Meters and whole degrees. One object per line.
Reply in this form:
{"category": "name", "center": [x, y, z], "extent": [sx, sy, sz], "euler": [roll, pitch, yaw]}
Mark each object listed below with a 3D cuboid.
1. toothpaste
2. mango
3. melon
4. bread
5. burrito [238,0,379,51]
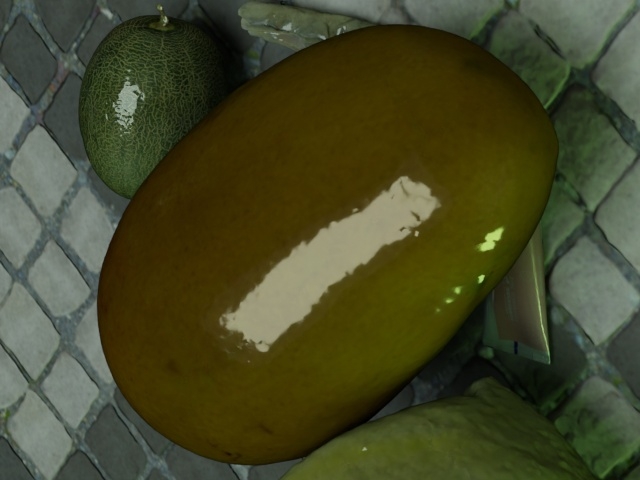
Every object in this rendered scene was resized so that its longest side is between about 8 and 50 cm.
{"category": "toothpaste", "center": [0.161, 0.008, 1.535], "extent": [0.067, 0.043, 0.195], "euler": [14, 118, 35]}
{"category": "mango", "center": [0.000, 0.000, 1.481], "extent": [0.445, 0.232, 0.300], "euler": [-37, 49, 35]}
{"category": "melon", "center": [-0.151, -0.125, 1.685], "extent": [0.139, 0.139, 0.192], "euler": [29, 124, 30]}
{"category": "bread", "center": [0.092, 0.272, 1.502], "extent": [0.237, 0.320, 0.320], "euler": [54, 132, 34]}
{"category": "burrito", "center": [0.011, -0.173, 1.600], "extent": [0.185, 0.041, 0.045], "euler": [17, 106, 33]}
